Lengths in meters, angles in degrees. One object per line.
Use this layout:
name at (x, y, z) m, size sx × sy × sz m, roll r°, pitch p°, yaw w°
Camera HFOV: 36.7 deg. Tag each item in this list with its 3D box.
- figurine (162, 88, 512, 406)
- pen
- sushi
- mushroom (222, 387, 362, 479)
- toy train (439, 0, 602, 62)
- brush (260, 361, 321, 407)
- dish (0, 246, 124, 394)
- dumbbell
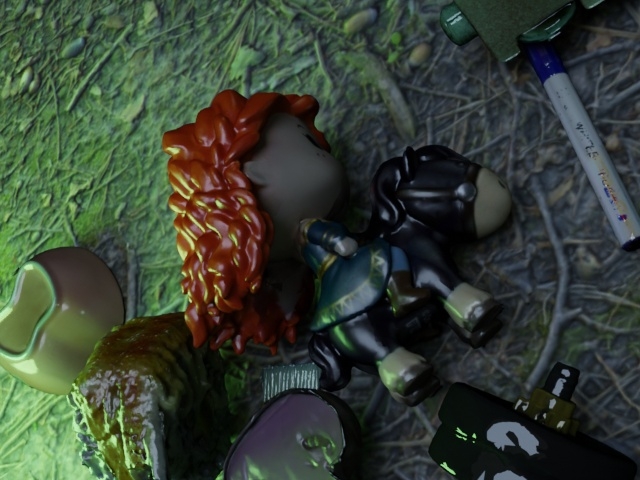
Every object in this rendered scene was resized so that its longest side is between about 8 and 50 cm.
figurine at (0.011, -0.002, 1.040) m, size 0.411 × 0.241 × 0.306 m, roll 15°, pitch 88°, yaw 23°
pen at (0.273, -0.108, 1.004) m, size 0.033 × 0.033 × 0.269 m, roll -29°, pitch 63°, yaw 22°
sushi at (-0.186, 0.186, 1.076) m, size 0.139 × 0.274 × 0.184 m, roll -8°, pitch 101°, yaw 16°
mushroom at (-0.019, 0.241, 1.025) m, size 0.141 × 0.117 × 0.188 m, roll 39°, pitch 108°, yaw 20°
toy train at (0.263, -0.320, 0.996) m, size 0.326 × 0.129 × 0.159 m, roll -32°, pitch 33°, yaw 22°
brush at (-0.037, 0.250, 1.108) m, size 0.082 × 0.010 × 0.218 m, roll -7°, pitch 73°, yaw 30°
dish at (-0.379, 0.105, 1.317) m, size 0.213 × 0.090 × 0.213 m, roll -9°, pitch 72°, yaw 30°
dumbbell at (0.146, 0.291, 0.874) m, size 0.185 × 0.185 × 0.388 m, roll 23°, pitch 88°, yaw 35°
